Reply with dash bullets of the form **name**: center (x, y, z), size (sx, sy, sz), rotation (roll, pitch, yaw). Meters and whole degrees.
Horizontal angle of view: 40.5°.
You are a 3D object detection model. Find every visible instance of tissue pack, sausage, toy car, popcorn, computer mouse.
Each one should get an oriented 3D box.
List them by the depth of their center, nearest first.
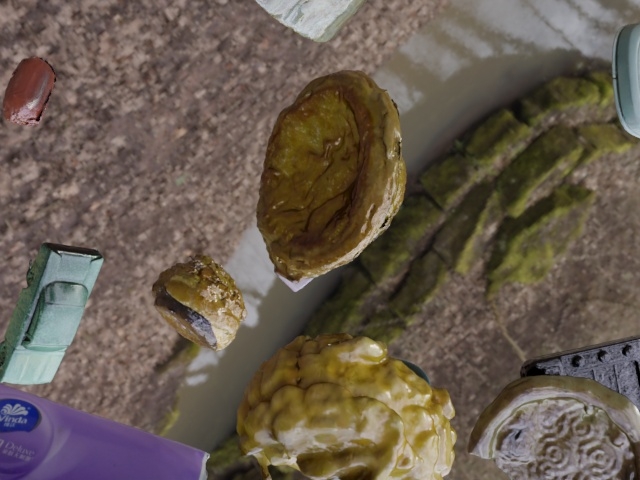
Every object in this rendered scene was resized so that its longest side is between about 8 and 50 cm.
- **popcorn**: center (0.036, 0.208, 0.979), size (0.250, 0.250, 0.190), rotation (65, 36, -63)
- **tissue pack**: center (-0.331, 0.340, 1.094), size (0.338, 0.242, 0.160), rotation (20, 146, -9)
- **computer mouse**: center (0.485, -0.208, 1.174), size (0.288, 0.160, 0.097), rotation (-3, 180, -26)
- **sausage**: center (-0.515, -0.264, 1.535), size (0.076, 0.141, 0.076), rotation (6, 152, 3)
- **toy car**: center (-0.567, 0.160, 1.801), size (0.141, 0.097, 0.321), rotation (11, 107, -49)

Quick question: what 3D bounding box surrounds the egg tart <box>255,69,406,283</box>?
- **egg tart**: center (0.026, -0.096, 1.351), size (0.129, 0.341, 0.341), rotation (15, 123, -42)

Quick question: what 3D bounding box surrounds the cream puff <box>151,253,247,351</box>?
- **cream puff**: center (-0.210, 0.103, 1.532), size (0.129, 0.189, 0.189), rotation (-54, 160, -23)

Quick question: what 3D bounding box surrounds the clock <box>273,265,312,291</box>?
- **clock**: center (0.000, 0.000, 1.709), size (0.197, 0.063, 0.150), rotation (-41, -166, 9)

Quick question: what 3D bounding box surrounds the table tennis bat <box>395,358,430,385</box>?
- **table tennis bat**: center (0.090, 0.243, 1.491), size (0.124, 0.201, 0.033), rotation (-63, 160, -50)

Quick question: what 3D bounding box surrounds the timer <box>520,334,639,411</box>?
- **timer**: center (0.366, 0.211, 1.154), size (0.187, 0.144, 0.055), rotation (-11, -179, -6)

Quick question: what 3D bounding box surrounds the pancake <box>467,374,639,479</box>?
- **pancake**: center (0.288, 0.262, 1.022), size (0.212, 0.235, 0.029), rotation (-31, -174, 22)

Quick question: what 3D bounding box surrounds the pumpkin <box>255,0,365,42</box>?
- **pumpkin**: center (-0.023, -0.441, 1.095), size (0.199, 0.332, 0.332), rotation (-39, 156, 25)
